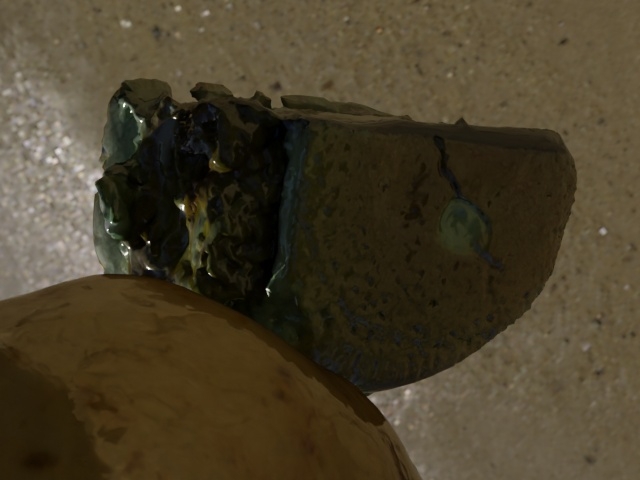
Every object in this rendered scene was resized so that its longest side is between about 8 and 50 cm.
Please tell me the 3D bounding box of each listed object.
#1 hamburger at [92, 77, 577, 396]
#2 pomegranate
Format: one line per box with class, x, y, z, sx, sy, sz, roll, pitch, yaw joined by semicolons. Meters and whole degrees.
hamburger;0.000;0.000;0.758;0.167;0.288;0.192;34;115;53
pomegranate;-0.086;0.188;0.573;0.342;0.342;0.342;29;136;32
